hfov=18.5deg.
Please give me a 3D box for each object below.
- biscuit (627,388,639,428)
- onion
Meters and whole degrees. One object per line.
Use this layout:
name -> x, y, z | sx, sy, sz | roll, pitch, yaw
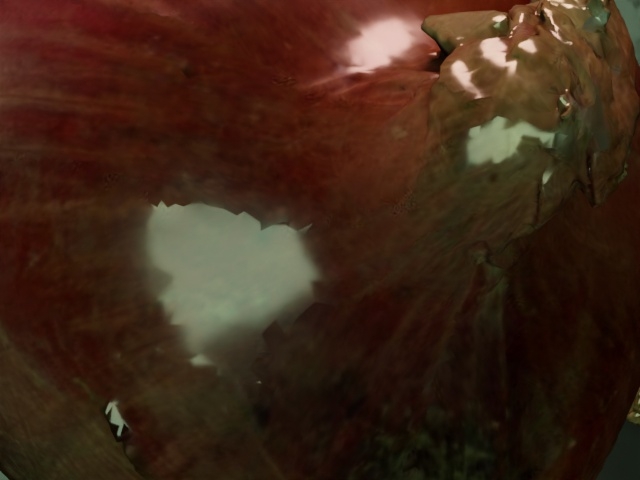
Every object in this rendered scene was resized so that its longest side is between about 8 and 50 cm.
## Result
biscuit -> 0.224, 0.018, 0.995 | 0.064, 0.034, 0.199 | 30, 97, -11
onion -> -0.003, -0.002, 0.852 | 0.353, 0.353, 0.354 | -1, 101, -5
